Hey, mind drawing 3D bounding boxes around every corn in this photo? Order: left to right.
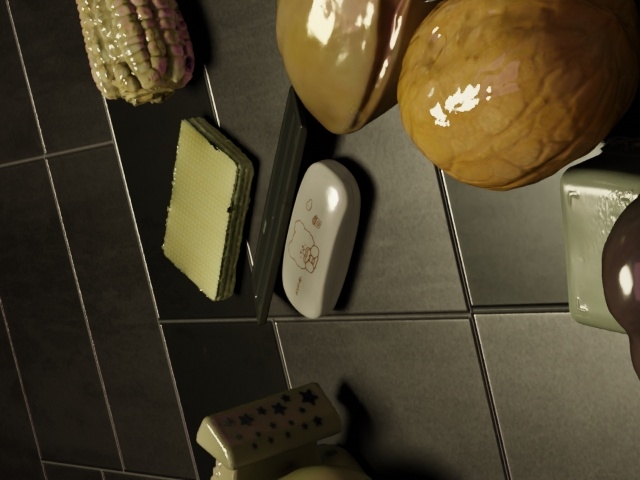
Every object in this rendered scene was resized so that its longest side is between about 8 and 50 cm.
[{"bbox_3d":[-0.236,-0.324,1.831,0.127,0.127,0.335,-16,88,54],"label":"corn"}]

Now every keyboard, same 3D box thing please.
[{"bbox_3d":[-0.063,0.006,1.777,0.103,0.041,0.381,-102,27,-52],"label":"keyboard"}]

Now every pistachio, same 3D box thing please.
[{"bbox_3d":[0.047,-0.236,1.433,0.181,0.162,0.293,-102,27,-58],"label":"pistachio"}]

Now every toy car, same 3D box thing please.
[{"bbox_3d":[0.020,0.332,1.662,0.336,0.242,0.226,32,126,44],"label":"toy car"}]

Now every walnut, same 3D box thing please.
[{"bbox_3d":[0.167,-0.140,1.306,0.226,0.193,0.193,-30,80,58],"label":"walnut"}]

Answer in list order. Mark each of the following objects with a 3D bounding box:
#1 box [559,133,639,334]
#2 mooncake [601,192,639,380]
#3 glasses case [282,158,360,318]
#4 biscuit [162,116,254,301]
[{"bbox_3d":[0.268,0.003,1.312,0.124,0.093,0.172,9,112,50],"label":"box"},{"bbox_3d":[0.331,0.035,1.162,0.245,0.133,0.245,6,108,18],"label":"mooncake"},{"bbox_3d":[0.000,0.000,1.702,0.074,0.049,0.193,44,134,35],"label":"glasses case"},{"bbox_3d":[-0.135,-0.038,1.874,0.121,0.041,0.199,42,133,38],"label":"biscuit"}]
